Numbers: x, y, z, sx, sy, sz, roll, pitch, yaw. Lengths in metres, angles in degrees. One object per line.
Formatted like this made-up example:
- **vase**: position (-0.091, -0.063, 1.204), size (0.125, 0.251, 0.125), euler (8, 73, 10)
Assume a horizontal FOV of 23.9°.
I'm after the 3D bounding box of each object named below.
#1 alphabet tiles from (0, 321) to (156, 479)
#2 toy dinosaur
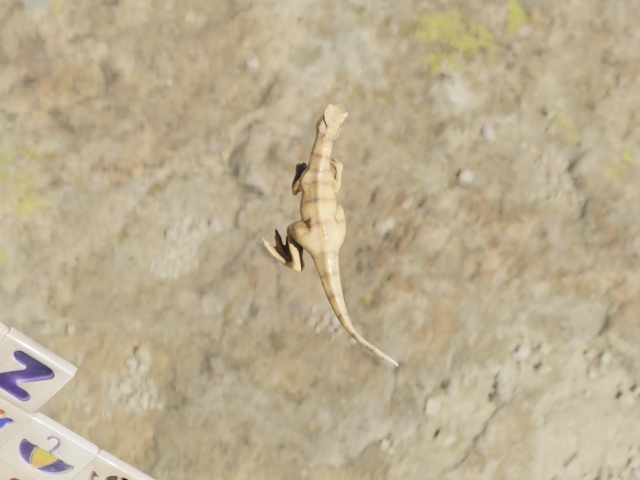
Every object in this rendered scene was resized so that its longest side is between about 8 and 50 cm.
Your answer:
- **alphabet tiles**: position (-0.209, 0.097, 0.771), size (0.237, 0.198, 0.009), euler (34, 35, -21)
- **toy dinosaur**: position (0.000, 0.000, 1.187), size (0.064, 0.112, 0.211), euler (-6, 84, -18)
